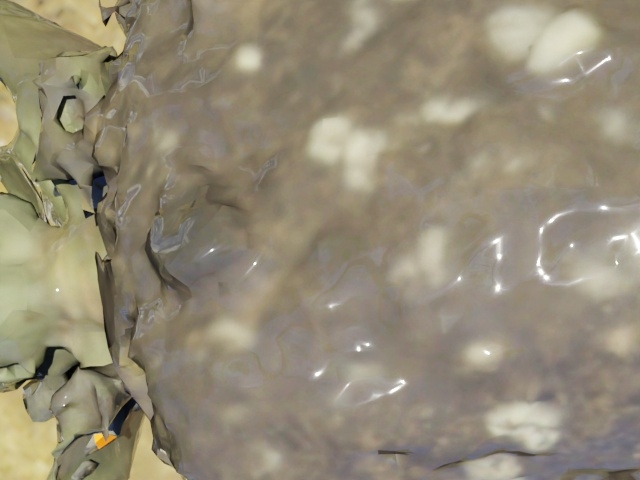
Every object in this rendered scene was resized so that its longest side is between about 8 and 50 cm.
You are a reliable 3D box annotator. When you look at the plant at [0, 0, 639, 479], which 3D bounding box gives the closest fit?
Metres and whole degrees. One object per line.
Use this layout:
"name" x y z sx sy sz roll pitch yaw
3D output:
"plant" 0.000 0.000 0.629 0.312 0.215 0.213 -3 157 11
